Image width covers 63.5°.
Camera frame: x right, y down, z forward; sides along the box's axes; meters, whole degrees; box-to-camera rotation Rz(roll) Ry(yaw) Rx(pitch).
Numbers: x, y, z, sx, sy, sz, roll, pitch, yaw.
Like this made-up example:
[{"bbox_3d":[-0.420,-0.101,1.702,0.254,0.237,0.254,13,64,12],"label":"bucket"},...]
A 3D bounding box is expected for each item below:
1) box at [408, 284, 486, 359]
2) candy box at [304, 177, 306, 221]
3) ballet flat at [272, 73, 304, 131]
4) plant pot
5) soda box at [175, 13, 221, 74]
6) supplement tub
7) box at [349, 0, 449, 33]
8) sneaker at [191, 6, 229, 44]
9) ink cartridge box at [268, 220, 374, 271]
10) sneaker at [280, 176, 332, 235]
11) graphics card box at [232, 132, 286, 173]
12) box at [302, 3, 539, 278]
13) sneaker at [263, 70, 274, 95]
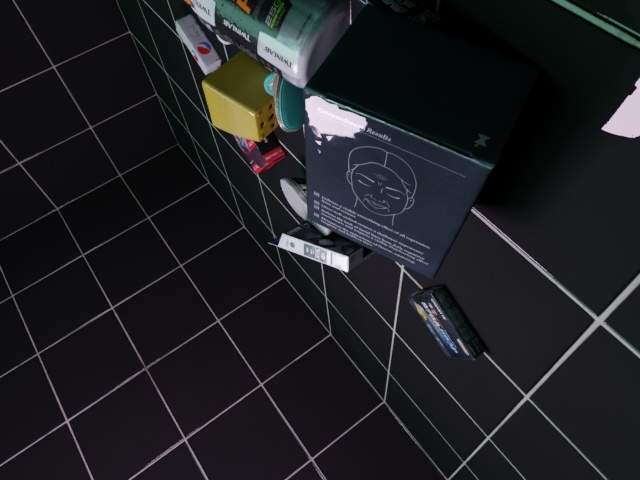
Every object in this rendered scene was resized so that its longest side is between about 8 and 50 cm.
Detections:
[{"bbox_3d":[0.361,0.238,1.495,0.220,0.051,0.175,57,164,1],"label":"box"},{"bbox_3d":[-0.030,-0.123,1.860,0.206,0.105,0.027,53,163,12],"label":"candy box"},{"bbox_3d":[-0.067,-0.431,1.270,0.106,0.107,0.316,-133,46,-53],"label":"ballet flat"},{"bbox_3d":[-0.219,-0.446,1.651,0.187,0.212,0.212,37,159,16],"label":"plant pot"},{"bbox_3d":[-0.470,-0.755,1.996,0.216,0.073,0.069,57,164,1],"label":"soda box"},{"bbox_3d":[-0.113,-0.485,1.072,0.338,0.207,0.207,35,160,9],"label":"supplement tub"},{"bbox_3d":[0.135,-0.369,0.942,0.180,0.077,0.147,49,163,24],"label":"box"},{"bbox_3d":[-0.338,-0.744,1.643,0.217,0.079,0.121,50,161,-5],"label":"sneaker"},{"bbox_3d":[0.000,0.000,1.702,0.332,0.165,0.065,17,122,32],"label":"ink cartridge box"},{"bbox_3d":[-0.013,-0.134,1.747,0.321,0.127,0.126,44,157,41],"label":"sneaker"},{"bbox_3d":[-0.288,-0.451,2.015,0.371,0.094,0.233,60,164,-8],"label":"graphics card box"},{"bbox_3d":[0.146,-0.149,0.916,0.293,0.212,0.395,27,157,11],"label":"box"},{"bbox_3d":[-0.069,-0.391,1.393,0.275,0.110,0.107,33,152,37],"label":"sneaker"}]
